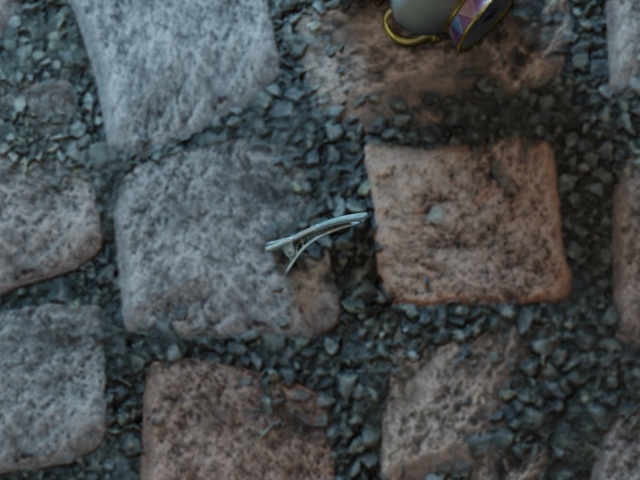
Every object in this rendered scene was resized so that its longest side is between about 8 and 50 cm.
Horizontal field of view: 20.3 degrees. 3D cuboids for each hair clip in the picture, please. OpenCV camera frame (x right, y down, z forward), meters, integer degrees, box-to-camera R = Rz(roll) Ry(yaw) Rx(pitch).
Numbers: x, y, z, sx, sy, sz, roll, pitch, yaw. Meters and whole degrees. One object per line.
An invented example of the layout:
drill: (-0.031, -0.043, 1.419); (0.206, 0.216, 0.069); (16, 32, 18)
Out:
hair clip: (0.000, 0.000, 1.911); (0.115, 0.030, 0.039); (-23, 103, 13)

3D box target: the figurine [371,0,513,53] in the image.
figurine: (0.078, -0.311, 1.846); (0.263, 0.142, 0.189); (40, 120, 11)
